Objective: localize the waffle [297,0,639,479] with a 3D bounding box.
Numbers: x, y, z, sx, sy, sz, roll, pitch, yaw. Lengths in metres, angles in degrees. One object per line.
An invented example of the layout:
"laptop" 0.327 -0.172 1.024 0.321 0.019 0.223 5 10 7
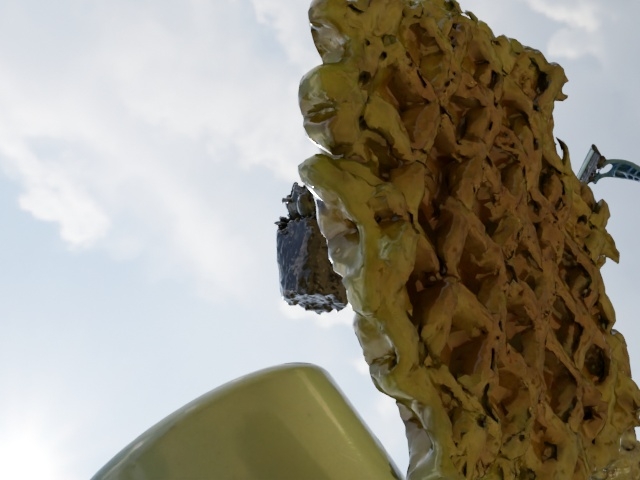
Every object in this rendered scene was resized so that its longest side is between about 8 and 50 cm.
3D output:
"waffle" 0.075 0.001 0.522 0.245 0.052 0.254 -7 -99 -56

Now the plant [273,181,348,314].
"plant" 0.000 0.000 1.165 0.092 0.094 0.143 18 -110 -28

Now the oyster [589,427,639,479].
"oyster" 0.263 0.217 1.008 0.165 0.053 0.108 33 -90 -45

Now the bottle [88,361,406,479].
"bottle" 0.023 0.258 0.661 0.352 0.229 0.229 51 -153 23

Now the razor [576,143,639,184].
"razor" 0.465 -0.062 1.504 0.082 0.253 0.042 101 -166 -51
